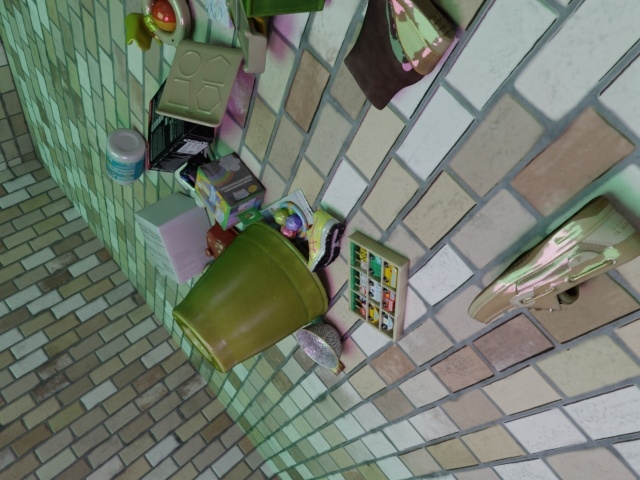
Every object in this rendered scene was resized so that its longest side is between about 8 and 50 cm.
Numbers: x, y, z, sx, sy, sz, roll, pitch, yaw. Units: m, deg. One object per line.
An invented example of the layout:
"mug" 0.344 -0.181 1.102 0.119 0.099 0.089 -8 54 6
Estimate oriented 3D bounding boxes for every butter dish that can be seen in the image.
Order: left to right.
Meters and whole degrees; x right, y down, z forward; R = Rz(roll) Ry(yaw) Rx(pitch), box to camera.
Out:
"butter dish" -0.358 0.020 1.748 0.160 0.118 0.160 35 142 29

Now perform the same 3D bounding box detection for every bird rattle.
"bird rattle" -0.420 -0.623 1.299 0.207 0.143 0.254 35 131 12

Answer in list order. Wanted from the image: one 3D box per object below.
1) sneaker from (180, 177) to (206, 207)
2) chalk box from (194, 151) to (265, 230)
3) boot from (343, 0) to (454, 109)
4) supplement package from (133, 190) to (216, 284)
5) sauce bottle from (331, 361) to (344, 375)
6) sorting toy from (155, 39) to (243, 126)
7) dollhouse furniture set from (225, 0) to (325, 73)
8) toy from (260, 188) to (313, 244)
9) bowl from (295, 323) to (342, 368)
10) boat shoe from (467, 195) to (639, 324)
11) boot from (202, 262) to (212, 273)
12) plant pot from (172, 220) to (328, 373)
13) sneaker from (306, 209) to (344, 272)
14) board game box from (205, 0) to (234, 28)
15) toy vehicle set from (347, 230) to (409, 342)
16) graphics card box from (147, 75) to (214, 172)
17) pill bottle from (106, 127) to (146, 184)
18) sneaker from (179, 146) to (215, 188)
"sneaker" -0.437 -0.190 1.738 0.061 0.053 0.152 -23 106 48
"chalk box" -0.259 -0.129 1.465 0.213 0.132 0.132 52 148 12
"boot" 0.089 -0.365 0.829 0.248 0.090 0.207 54 146 -4
"supplement package" -0.546 -0.014 1.893 0.198 0.199 0.263 23 136 41
"sauce bottle" 0.026 0.392 1.643 0.128 0.042 0.042 48 147 17
"sorting toy" -0.296 -0.390 1.217 0.193 0.208 0.038 17 175 20
"dollhouse furniture set" -0.099 -0.501 0.989 0.301 0.151 0.198 127 128 -74
"toy" -0.099 -0.045 1.402 0.137 0.056 0.237 59 148 -7
"bowl" 0.010 0.316 1.547 0.170 0.080 0.170 29 144 24
"boat shoe" 0.370 0.070 0.816 0.110 0.121 0.341 48 146 14
"boot" -0.352 0.181 1.922 0.165 0.077 0.213 14 147 30
"plant pot" -0.228 0.192 1.457 0.366 0.353 0.366 38 153 23
"sneaker" 0.000 0.000 1.300 0.094 0.081 0.209 47 140 26
"board game box" -0.241 -0.563 1.162 0.090 0.020 0.090 38 144 28
"toy vehicle set" 0.142 0.120 1.247 0.166 0.035 0.267 31 140 35
"graphics card box" -0.412 -0.352 1.422 0.371 0.094 0.233 -14 75 57
"pill bottle" -0.795 -0.327 1.998 0.146 0.146 0.264 52 148 6
"sneaker" -0.410 -0.263 1.560 0.079 0.121 0.217 -11 109 55
